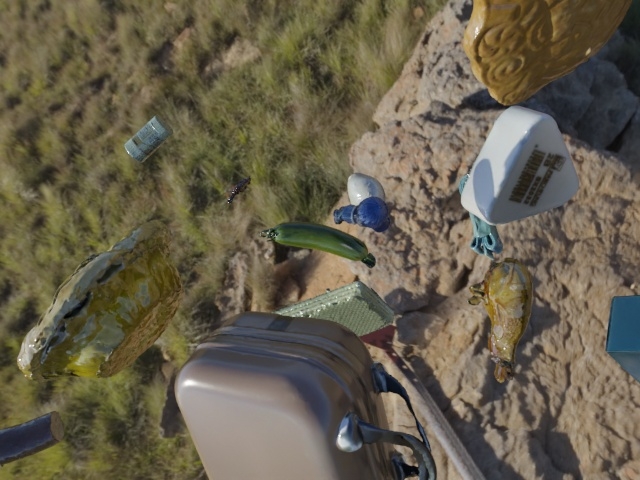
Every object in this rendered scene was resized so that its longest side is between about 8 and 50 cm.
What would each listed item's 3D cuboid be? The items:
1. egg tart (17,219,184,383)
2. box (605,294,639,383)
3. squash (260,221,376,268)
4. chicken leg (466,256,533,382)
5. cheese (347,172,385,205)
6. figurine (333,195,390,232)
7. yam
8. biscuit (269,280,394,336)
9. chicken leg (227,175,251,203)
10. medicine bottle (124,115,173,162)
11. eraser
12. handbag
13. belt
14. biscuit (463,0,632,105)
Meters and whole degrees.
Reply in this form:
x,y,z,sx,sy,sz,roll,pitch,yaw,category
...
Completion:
x,y,z,sx,sy,sz,roll,pitch,yaw,category
-0.400,0.137,0.945,0.169,0.388,0.388,37,92,1,egg tart
0.522,0.136,0.597,0.245,0.153,0.092,-19,40,54,box
0.001,-0.002,1.269,0.318,0.071,0.080,15,102,-2,squash
0.300,0.132,0.800,0.101,0.085,0.208,4,98,28,chicken leg
0.214,-0.214,2.224,0.154,0.198,0.189,-31,24,-27,cheese
0.099,-0.063,1.123,0.149,0.086,0.087,9,113,49,figurine
-0.666,0.450,1.087,0.127,0.084,0.084,-17,59,-16,yam
0.013,0.136,0.813,0.199,0.121,0.041,-24,43,26,biscuit
-0.182,-0.118,1.071,0.021,0.036,0.083,36,59,-2,chicken leg
-0.322,-0.191,0.895,0.083,0.047,0.047,-39,59,9,medicine bottle
0.581,-0.227,1.373,0.331,0.331,0.150,-48,31,5,eraser
-0.003,0.237,0.558,0.283,0.149,0.302,-4,111,29,handbag
0.520,-0.081,1.552,0.087,0.072,0.302,-21,58,32,belt
0.462,-0.452,0.934,0.365,0.385,0.062,-33,55,14,biscuit
